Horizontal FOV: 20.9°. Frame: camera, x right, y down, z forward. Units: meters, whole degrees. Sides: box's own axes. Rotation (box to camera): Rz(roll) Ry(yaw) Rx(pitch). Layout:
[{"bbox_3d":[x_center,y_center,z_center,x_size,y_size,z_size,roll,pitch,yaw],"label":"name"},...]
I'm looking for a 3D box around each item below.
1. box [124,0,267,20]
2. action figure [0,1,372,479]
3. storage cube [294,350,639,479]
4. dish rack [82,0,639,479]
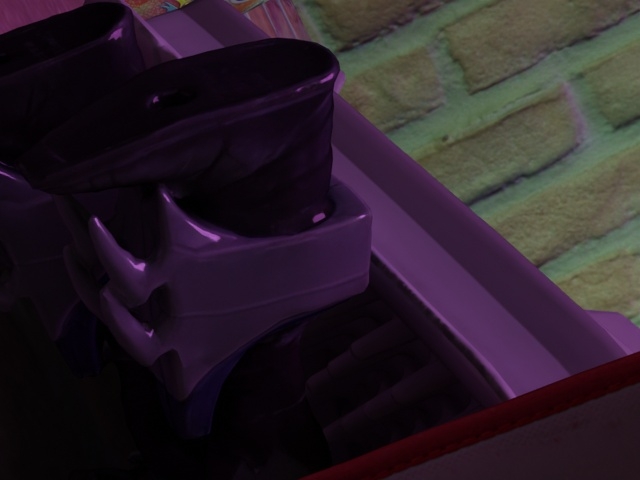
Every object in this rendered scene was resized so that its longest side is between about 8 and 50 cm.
[{"bbox_3d":[-0.111,-0.295,1.116,0.300,0.154,0.142,65,6,20],"label":"box"},{"bbox_3d":[-0.022,0.076,0.484,0.185,0.099,0.285,31,-35,54],"label":"action figure"},{"bbox_3d":[0.044,0.157,0.323,0.183,0.215,0.193,-95,164,-74],"label":"storage cube"},{"bbox_3d":[0.035,0.071,0.592,0.333,0.072,0.285,47,-24,50],"label":"dish rack"}]
